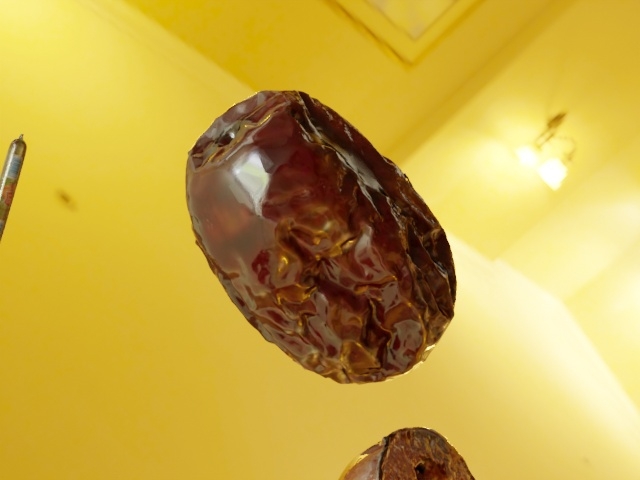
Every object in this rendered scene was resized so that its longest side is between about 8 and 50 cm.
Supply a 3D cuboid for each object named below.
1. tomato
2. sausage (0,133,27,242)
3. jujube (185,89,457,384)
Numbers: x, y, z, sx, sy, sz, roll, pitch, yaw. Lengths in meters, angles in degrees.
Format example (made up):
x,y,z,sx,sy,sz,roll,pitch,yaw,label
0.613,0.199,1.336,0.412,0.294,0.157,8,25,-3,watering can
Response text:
x,y,z,sx,sy,sz,roll,pitch,yaw,label
0.068,0.256,0.907,0.225,0.085,0.225,36,-136,-45,tomato
-0.241,-0.034,0.883,0.015,0.100,0.015,14,173,2,sausage
0.001,0.000,1.428,0.377,0.276,0.276,55,-169,-26,jujube
